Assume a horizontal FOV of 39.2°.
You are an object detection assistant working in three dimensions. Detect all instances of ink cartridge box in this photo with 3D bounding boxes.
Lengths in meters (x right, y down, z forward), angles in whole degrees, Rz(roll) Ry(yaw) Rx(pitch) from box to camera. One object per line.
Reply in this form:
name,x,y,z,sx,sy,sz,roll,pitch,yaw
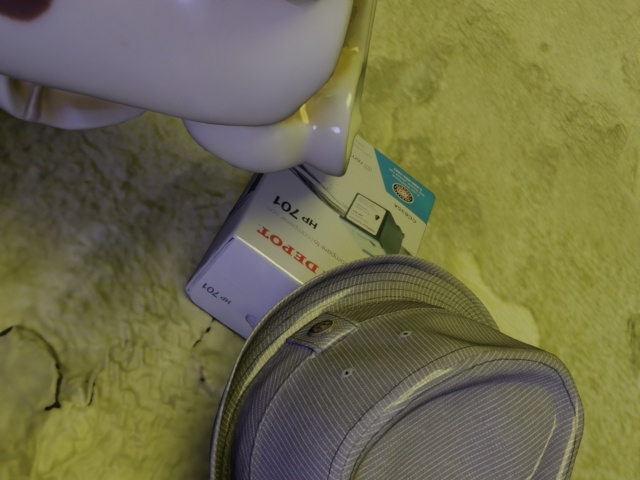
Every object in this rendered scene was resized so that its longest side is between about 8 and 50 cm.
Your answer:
ink cartridge box,0.000,0.000,0.709,0.139,0.082,0.191,36,40,-10

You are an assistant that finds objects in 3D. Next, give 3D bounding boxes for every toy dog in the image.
toy dog,-0.169,-0.175,0.544,0.407,0.285,0.395,10,26,5

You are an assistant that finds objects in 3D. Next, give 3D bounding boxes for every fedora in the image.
fedora,0.069,0.129,0.558,0.275,0.124,0.244,-19,93,-32
